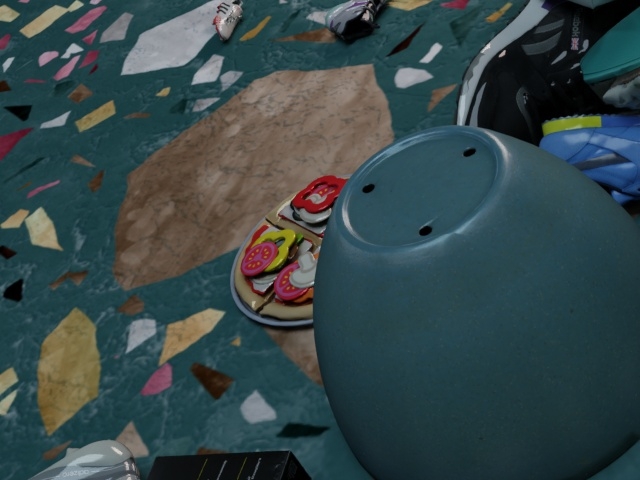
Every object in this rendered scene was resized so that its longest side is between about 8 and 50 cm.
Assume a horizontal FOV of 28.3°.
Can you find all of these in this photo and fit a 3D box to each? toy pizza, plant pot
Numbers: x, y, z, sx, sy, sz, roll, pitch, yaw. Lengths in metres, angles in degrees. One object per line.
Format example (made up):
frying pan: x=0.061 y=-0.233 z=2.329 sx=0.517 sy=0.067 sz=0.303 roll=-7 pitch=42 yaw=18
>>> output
toy pizza: x=0.000 y=0.000 z=1.212 sx=0.201 sy=0.032 sz=0.201 roll=-19 pitch=38 yaw=15
plant pot: x=0.111 y=0.028 z=0.967 sx=0.290 sy=0.195 sz=0.290 roll=-18 pitch=38 yaw=15

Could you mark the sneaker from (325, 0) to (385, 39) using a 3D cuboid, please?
sneaker: x=0.058 y=-0.267 z=1.483 sx=0.098 sy=0.038 sz=0.069 roll=-41 pitch=38 yaw=2

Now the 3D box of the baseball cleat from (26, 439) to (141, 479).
baseball cleat: x=-0.241 y=0.247 z=1.061 sx=0.206 sy=0.072 sz=0.109 roll=-35 pitch=43 yaw=1

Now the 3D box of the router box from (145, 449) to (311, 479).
router box: x=-0.094 y=0.247 z=0.979 sx=0.133 sy=0.046 sz=0.179 roll=-7 pitch=42 yaw=29

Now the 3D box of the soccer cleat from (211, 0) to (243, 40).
soccer cleat: x=-0.117 y=-0.285 z=1.630 sx=0.036 sy=0.029 sz=0.083 roll=-23 pitch=32 yaw=18

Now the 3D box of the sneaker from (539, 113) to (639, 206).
sneaker: x=0.290 y=-0.068 z=1.079 sx=0.209 sy=0.069 sz=0.082 roll=-4 pitch=79 yaw=17

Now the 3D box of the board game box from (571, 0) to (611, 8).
board game box: x=0.326 y=-0.335 z=1.244 sx=0.303 sy=0.097 sz=0.224 roll=-20 pitch=28 yaw=-16

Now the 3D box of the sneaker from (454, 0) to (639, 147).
sneaker: x=0.226 y=-0.155 z=1.181 sx=0.124 sy=0.107 sz=0.283 roll=10 pitch=52 yaw=35

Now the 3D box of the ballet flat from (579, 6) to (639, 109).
ballet flat: x=0.396 y=-0.194 z=1.008 sx=0.409 sy=0.147 sz=0.147 roll=-35 pitch=29 yaw=38
